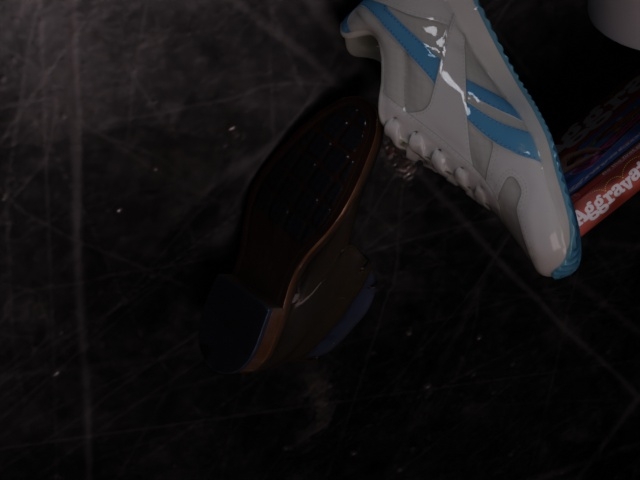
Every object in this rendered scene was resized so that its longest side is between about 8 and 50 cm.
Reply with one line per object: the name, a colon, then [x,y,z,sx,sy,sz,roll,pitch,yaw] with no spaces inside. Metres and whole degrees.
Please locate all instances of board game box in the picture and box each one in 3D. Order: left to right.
board game box: [0.253,-0.106,0.875,0.281,0.145,0.027,-39,103,6]

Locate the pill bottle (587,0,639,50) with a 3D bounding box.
pill bottle: [0.229,-0.277,0.727,0.176,0.176,0.319,-14,126,-13]

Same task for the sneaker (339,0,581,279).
sneaker: [0.094,-0.070,0.802,0.092,0.229,0.087,-28,161,6]

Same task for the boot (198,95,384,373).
boot: [0.000,0.000,0.903,0.106,0.082,0.219,11,115,-53]
